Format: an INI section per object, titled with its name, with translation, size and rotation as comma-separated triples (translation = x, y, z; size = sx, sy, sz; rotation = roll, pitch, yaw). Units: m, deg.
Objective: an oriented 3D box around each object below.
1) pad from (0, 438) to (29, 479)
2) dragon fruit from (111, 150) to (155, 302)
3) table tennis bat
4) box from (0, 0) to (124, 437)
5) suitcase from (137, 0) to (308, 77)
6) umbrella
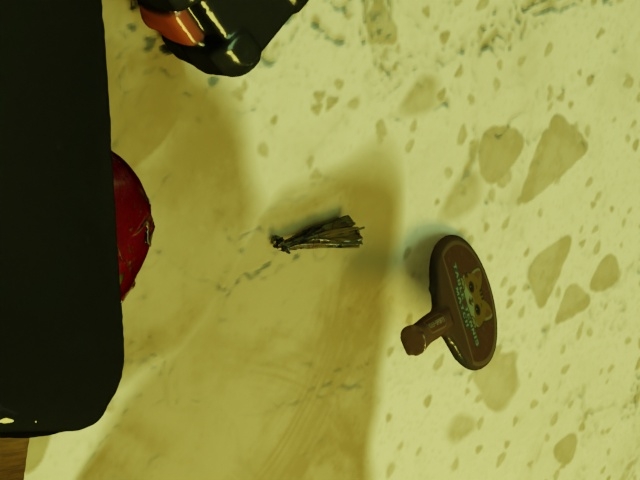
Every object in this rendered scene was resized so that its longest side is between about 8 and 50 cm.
[pad]
translation = -0.294, 0.192, 0.817
size = 0.287, 0.018, 0.284
rotation = -3, 108, -46
[dragon fruit]
translation = -0.139, -0.038, 0.832
size = 0.094, 0.094, 0.190
rotation = 3, 92, -46
[table tennis bat]
translation = 0.057, 0.066, 1.127
size = 0.170, 0.119, 0.107
rotation = -25, 99, -63
[box]
translation = -0.219, -0.052, 0.679
size = 0.289, 0.073, 0.290
rotation = 7, 72, -46
[suitcase]
translation = -0.073, -0.254, 0.822
size = 0.206, 0.066, 0.285
rotation = -53, 135, -16
[umbrella]
translation = 0.001, -0.002, 1.029
size = 0.083, 0.031, 0.020
rotation = -6, 142, -42
